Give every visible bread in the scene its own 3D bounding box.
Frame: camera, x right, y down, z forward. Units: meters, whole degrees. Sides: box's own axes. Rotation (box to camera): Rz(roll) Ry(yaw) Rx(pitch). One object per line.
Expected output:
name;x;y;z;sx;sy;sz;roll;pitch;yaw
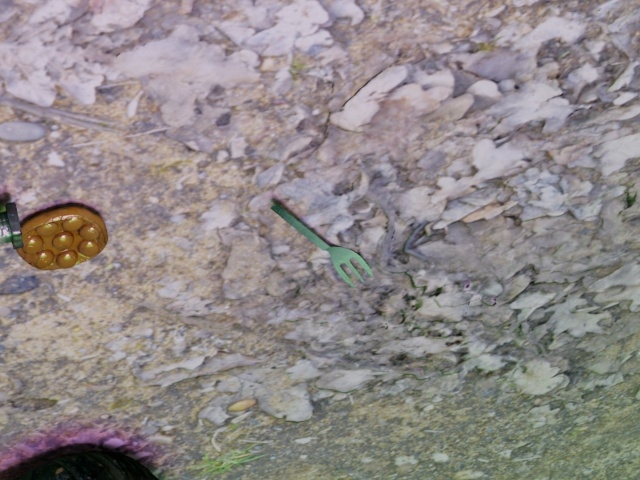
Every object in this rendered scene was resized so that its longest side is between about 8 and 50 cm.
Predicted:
bread;-0.290;-0.002;1.838;0.110;0.024;0.110;-12;146;-8

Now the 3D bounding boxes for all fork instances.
fork;-0.001;-0.001;1.991;0.039;0.021;0.235;-33;143;12

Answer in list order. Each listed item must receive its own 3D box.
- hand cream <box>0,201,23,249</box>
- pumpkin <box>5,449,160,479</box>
hand cream;-0.483;0.011;1.716;0.336;0.076;0.121;-10;167;-12
pumpkin;-0.291;0.411;2.225;0.197;0.263;0.293;-35;145;12
